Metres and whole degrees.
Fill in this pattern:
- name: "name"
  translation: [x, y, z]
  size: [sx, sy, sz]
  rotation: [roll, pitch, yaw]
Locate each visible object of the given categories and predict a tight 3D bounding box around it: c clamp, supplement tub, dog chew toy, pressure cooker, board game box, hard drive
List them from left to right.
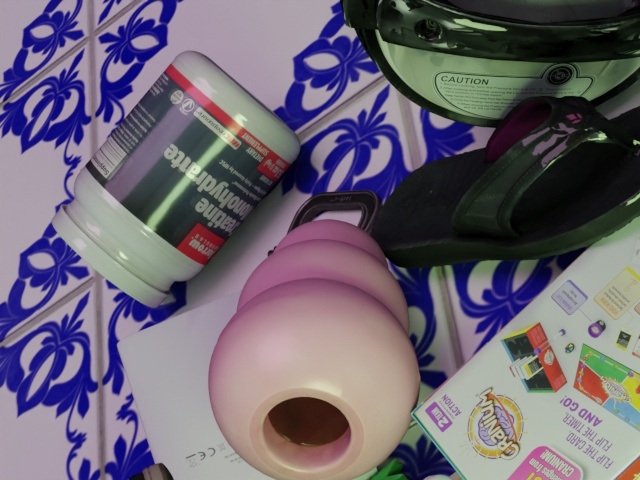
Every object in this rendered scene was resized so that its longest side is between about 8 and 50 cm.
- name: "supplement tub"
  translation: [-0.173, -0.074, 2.212]
  size: [0.272, 0.191, 0.191]
  rotation: [-50, 36, 3]
- name: "hard drive"
  translation: [-0.085, 0.179, 1.967]
  size: [0.210, 0.040, 0.319]
  rotation: [-22, 39, -4]
- name: "dog chew toy"
  translation: [-0.001, 0.094, 1.853]
  size: [0.206, 0.206, 0.332]
  rotation: [-34, 24, 23]
- name: "c clamp"
  translation: [0.000, 0.000, 2.112]
  size: [0.160, 0.022, 0.137]
  rotation: [-9, 49, 45]
- name: "pressure cooker"
  translation: [0.186, -0.325, 1.882]
  size: [0.370, 0.375, 0.420]
  rotation: [-32, 40, 19]
- name: "board game box"
  translation: [0.260, 0.128, 1.662]
  size: [0.316, 0.064, 0.242]
  rotation: [-43, 37, 3]

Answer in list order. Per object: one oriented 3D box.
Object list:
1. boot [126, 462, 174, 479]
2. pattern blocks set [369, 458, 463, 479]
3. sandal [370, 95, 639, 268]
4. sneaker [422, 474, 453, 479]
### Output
- name: "boot"
  translation: [-0.233, 0.382, 1.620]
  size: [0.284, 0.138, 0.377]
  rotation: [-15, 49, 5]
- name: "pattern blocks set"
  translation: [0.135, 0.292, 1.715]
  size: [0.285, 0.026, 0.325]
  rotation: [-48, 36, 5]
- name: "sandal"
  translation: [0.189, -0.063, 1.830]
  size: [0.445, 0.107, 0.167]
  rotation: [-16, 39, 49]
- name: "sneaker"
  translation: [0.055, 0.319, 1.689]
  size: [0.121, 0.079, 0.217]
  rotation: [-10, 58, 46]
